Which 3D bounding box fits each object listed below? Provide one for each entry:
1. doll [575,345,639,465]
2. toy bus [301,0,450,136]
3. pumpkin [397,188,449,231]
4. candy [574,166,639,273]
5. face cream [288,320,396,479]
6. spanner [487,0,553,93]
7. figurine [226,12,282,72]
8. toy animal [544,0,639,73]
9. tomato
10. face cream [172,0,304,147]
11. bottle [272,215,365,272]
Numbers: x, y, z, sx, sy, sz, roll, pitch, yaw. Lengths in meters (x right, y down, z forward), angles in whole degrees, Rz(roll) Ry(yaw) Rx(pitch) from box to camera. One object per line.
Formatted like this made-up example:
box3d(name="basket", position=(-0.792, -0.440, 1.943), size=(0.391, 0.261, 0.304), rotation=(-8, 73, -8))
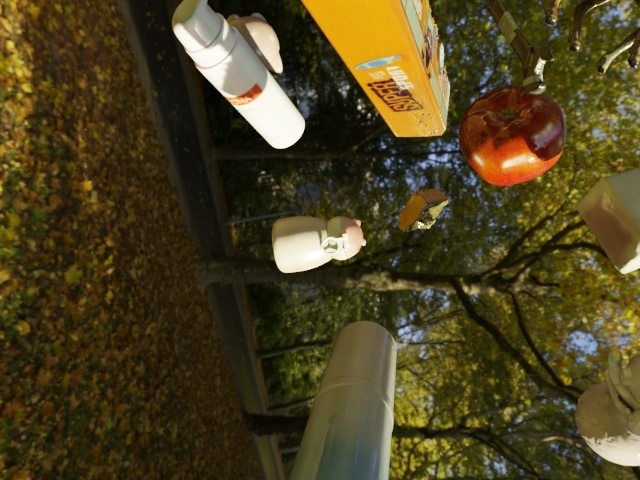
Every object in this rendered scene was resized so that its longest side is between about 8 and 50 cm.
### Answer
box3d(name="doll", position=(0.536, 0.273, 0.755), size=(0.287, 0.150, 0.151), rotation=(82, -6, -47))
box3d(name="toy bus", position=(0.077, -0.221, 0.493), size=(0.409, 0.093, 0.092), rotation=(17, 78, -66))
box3d(name="pumpkin", position=(0.185, -0.050, 0.810), size=(0.054, 0.074, 0.083), rotation=(55, -43, 23))
box3d(name="candy", position=(0.822, -0.081, 1.060), size=(0.145, 0.358, 0.208), rotation=(87, -16, -60))
box3d(name="face cream", position=(0.029, 0.164, 0.419), size=(0.250, 0.077, 0.077), rotation=(-55, 139, -71))
box3d(name="spanner", position=(0.398, -0.420, 0.914), size=(0.087, 0.024, 0.316), rotation=(94, -8, -55))
box3d(name="figurine", position=(-0.153, -0.424, 0.986), size=(0.125, 0.125, 0.138), rotation=(134, -56, -81))
box3d(name="toy animal", position=(0.455, -0.323, 0.561), size=(0.243, 0.260, 0.087), rotation=(51, 10, 19))
box3d(name="tomato", position=(0.550, -0.291, 1.311), size=(0.226, 0.298, 0.299), rotation=(57, 16, -54))
box3d(name="face cream", position=(-0.149, -0.310, 0.866), size=(0.345, 0.102, 0.102), rotation=(40, 31, -55))
box3d(name="bottle", position=(0.000, 0.000, 1.200), size=(0.147, 0.236, 0.148), rotation=(-8, 90, -83))
